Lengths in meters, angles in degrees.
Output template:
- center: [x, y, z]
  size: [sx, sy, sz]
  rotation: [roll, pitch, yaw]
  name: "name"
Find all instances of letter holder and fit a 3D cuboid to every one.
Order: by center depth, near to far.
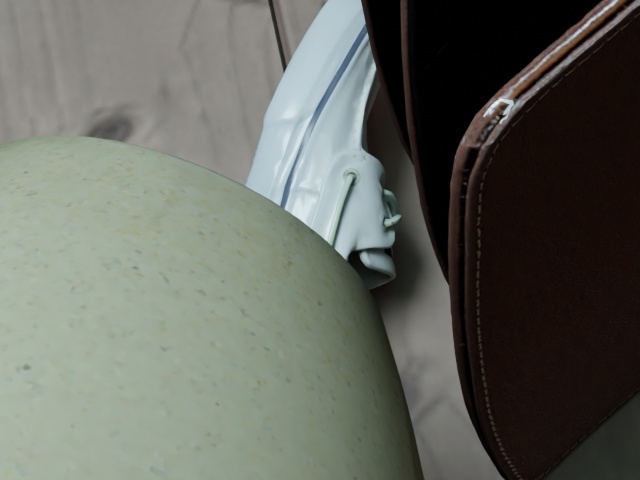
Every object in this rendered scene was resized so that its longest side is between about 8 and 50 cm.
- center: [0.084, -0.059, 0.643]
  size: [0.214, 0.302, 0.152]
  rotation: [-43, 64, -13]
  name: "letter holder"

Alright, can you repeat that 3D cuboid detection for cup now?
- center: [-0.092, 0.107, 0.582]
  size: [0.331, 0.331, 0.237]
  rotation: [13, 59, 15]
  name: "cup"

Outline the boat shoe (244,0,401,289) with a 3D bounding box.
- center: [0.000, 0.000, 0.763]
  size: [0.076, 0.083, 0.226]
  rotation: [20, 79, 7]
  name: "boat shoe"
